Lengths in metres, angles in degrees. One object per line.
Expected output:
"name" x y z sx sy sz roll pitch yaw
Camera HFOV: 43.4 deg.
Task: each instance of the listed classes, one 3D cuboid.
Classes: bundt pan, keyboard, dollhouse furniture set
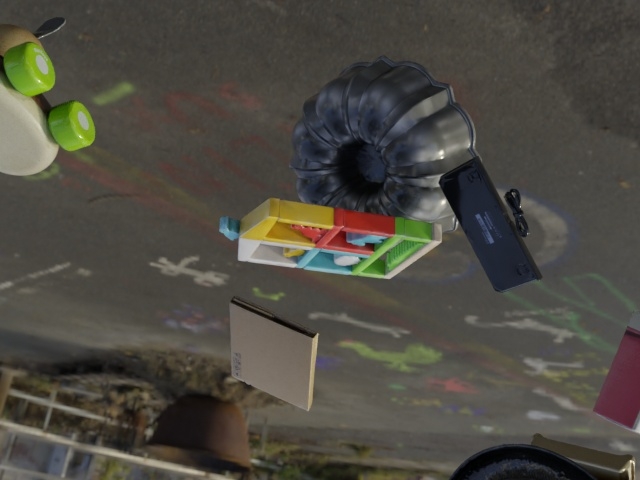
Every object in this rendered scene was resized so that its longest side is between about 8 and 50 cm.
"bundt pan" 0.082 -0.124 1.299 0.331 0.330 0.124 -9 -169 39
"keyboard" 0.233 -0.024 1.060 0.023 0.180 0.108 -28 179 -37
"dollhouse furniture set" 0.416 0.410 1.111 0.302 0.151 0.197 7 125 33

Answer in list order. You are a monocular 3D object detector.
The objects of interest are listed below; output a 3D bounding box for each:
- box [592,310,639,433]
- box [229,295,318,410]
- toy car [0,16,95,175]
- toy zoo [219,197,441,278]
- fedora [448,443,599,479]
"box" 0.679 0.279 1.617 0.149 0.232 0.127 25 177 -20
"box" -0.084 0.201 1.405 0.164 0.021 0.201 21 134 18
"toy car" -0.341 -0.179 0.894 0.155 0.188 0.149 -17 134 12
"toy zoo" 0.000 0.000 1.156 0.293 0.030 0.192 8 159 -17
"fedora" 0.193 0.378 0.870 0.153 0.334 0.334 8 162 -34
